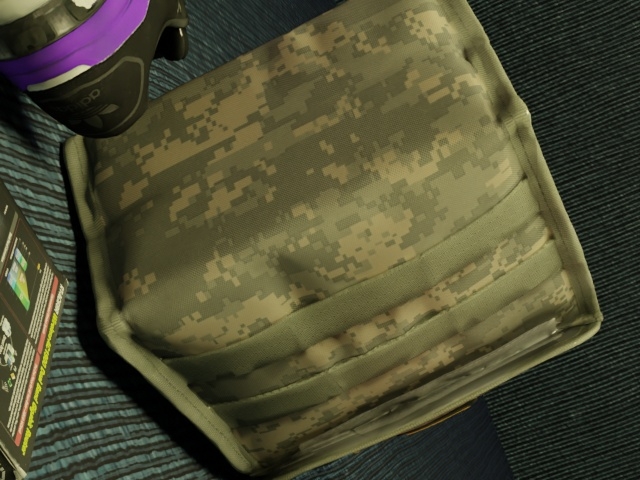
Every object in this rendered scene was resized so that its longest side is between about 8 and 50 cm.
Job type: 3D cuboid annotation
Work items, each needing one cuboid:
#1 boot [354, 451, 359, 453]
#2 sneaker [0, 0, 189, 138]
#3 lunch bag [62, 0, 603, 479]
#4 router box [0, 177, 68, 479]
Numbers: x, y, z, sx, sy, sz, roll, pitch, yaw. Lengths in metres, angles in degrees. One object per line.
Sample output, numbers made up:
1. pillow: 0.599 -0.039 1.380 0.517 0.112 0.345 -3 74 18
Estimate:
1. boot: -0.005 0.037 0.906 0.305 0.112 0.115 62 5 -47
2. sneaker: -0.128 -0.164 0.715 0.293 0.102 0.146 -90 155 -45
3. lunch bag: 0.026 0.025 0.750 0.287 0.235 0.169 57 10 -50
4. router box: -0.134 0.020 0.465 0.122 0.038 0.092 -94 160 -59
